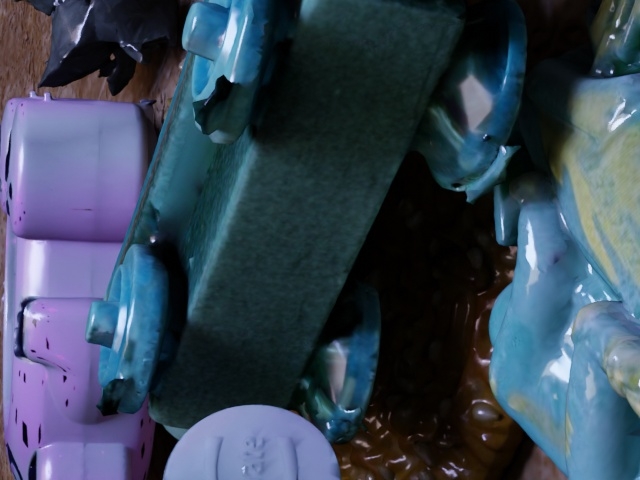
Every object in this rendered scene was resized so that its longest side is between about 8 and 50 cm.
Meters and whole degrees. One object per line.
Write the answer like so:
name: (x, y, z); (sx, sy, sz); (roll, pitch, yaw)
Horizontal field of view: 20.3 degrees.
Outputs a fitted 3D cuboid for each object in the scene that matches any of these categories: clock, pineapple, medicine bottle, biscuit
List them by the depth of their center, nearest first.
medicine bottle: (-0.023, 0.148, 0.748); (0.216, 0.090, 0.090); (88, 170, -56)
biscuit: (0.000, 0.000, 0.828); (0.305, 0.038, 0.305); (2, 93, 54)
clock: (-0.143, 0.038, 1.042); (0.227, 0.090, 0.248); (-158, 69, -78)
pineapple: (-0.161, -0.176, 1.159); (0.237, 0.111, 0.119); (46, 146, 50)

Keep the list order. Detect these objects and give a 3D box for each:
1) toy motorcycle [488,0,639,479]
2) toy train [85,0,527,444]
toy motorcycle: (0.116, 0.021, 0.589); (0.198, 0.109, 0.296); (-53, 39, 47)
toy train: (-0.014, -0.051, 0.706); (0.298, 0.120, 0.194); (115, 159, -45)
